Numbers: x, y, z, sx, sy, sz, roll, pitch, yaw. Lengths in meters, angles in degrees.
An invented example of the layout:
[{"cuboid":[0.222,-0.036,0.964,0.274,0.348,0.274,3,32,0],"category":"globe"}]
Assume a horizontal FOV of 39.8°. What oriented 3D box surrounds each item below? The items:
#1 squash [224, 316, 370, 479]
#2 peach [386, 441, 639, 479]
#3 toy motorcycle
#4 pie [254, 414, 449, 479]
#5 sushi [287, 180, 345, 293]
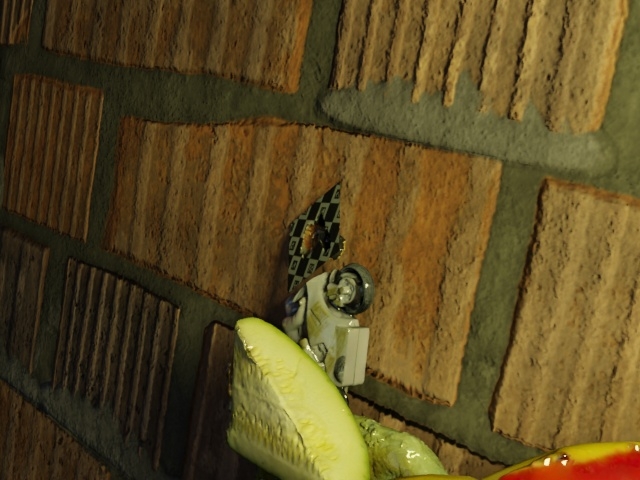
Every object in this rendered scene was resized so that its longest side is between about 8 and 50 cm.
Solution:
[{"cuboid":[-0.010,0.195,1.035,0.252,0.093,0.170,11,101,53],"category":"squash"},{"cuboid":[0.185,0.324,0.812,0.380,0.306,0.243,-20,68,39],"category":"peach"},{"cuboid":[0.000,0.127,1.160,0.152,0.073,0.225,23,106,46],"category":"toy motorcycle"},{"cuboid":[0.048,0.362,1.077,0.323,0.070,0.323,7,101,36],"category":"pie"},{"cuboid":[0.000,0.000,1.185,0.126,0.026,0.120,-40,37,42],"category":"sushi"}]
